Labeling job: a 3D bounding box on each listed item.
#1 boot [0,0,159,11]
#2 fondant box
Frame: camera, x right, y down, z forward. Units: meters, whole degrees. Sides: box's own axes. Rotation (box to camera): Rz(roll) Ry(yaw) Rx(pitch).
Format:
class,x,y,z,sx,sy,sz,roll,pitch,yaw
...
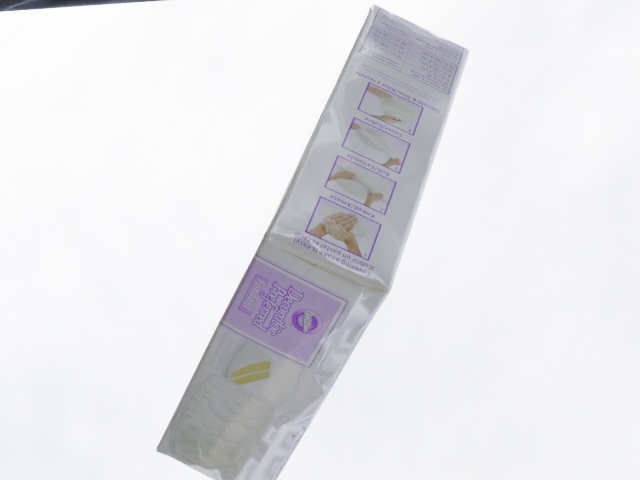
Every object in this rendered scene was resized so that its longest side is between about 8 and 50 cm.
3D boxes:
class,x,y,z,sx,sy,sz,roll,pitch,yaw
boot,-0.203,-0.320,0.638,0.146,0.367,0.445,-81,177,-48
fondant box,0.000,0.000,1.120,0.330,0.096,0.238,-69,-174,-51
